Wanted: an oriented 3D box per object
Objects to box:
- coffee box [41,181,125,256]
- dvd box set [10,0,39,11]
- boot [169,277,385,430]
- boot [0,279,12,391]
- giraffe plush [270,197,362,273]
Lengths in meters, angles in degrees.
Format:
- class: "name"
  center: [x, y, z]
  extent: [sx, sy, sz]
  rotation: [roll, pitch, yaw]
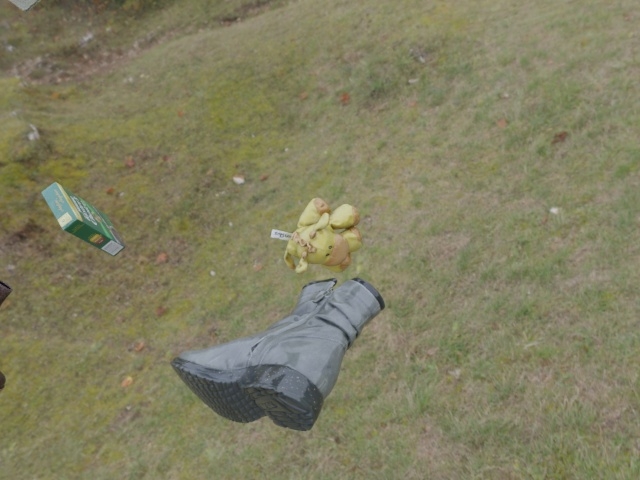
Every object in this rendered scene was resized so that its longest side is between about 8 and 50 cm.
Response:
- class: "coffee box"
  center: [-0.505, -0.041, 1.091]
  extent: [0.040, 0.184, 0.113]
  rotation: [-38, 67, -3]
- class: "dvd box set"
  center: [-0.450, -0.495, 0.573]
  extent: [0.307, 0.420, 0.062]
  rotation: [-23, 60, 26]
- class: "boot"
  center: [-0.048, 0.115, 0.558]
  extent: [0.246, 0.083, 0.161]
  rotation: [-9, 33, 45]
- class: "boot"
  center: [-0.708, 0.183, 1.037]
  extent: [0.207, 0.248, 0.090]
  rotation: [-49, 27, -9]
- class: "giraffe plush"
  center: [0.000, 0.000, 1.107]
  extent: [0.210, 0.182, 0.170]
  rotation: [-5, 8, -7]
